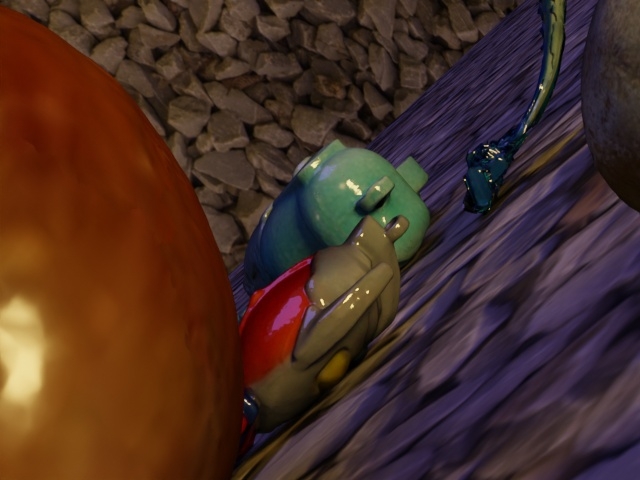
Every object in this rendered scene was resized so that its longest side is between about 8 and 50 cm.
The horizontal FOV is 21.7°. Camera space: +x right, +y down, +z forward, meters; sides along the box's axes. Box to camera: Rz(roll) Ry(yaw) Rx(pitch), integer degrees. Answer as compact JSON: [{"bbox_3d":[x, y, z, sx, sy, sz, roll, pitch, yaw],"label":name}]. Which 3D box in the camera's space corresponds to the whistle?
[{"bbox_3d":[0.000,0.000,1.134,0.186,0.093,0.274,-43,1,-20],"label":"whistle"}]

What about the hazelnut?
[{"bbox_3d":[-0.192,0.072,0.627,0.372,0.315,0.372,-26,35,20],"label":"hazelnut"}]

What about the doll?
[{"bbox_3d":[-0.020,0.061,0.830,0.195,0.062,0.104,-50,-13,-8],"label":"doll"}]

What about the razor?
[{"bbox_3d":[0.119,-0.180,0.966,0.056,0.324,0.093,4,11,7],"label":"razor"}]

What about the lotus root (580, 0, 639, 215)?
[{"bbox_3d":[0.121,-0.071,0.433,0.088,0.088,0.165,-65,-3,-82],"label":"lotus root"}]
